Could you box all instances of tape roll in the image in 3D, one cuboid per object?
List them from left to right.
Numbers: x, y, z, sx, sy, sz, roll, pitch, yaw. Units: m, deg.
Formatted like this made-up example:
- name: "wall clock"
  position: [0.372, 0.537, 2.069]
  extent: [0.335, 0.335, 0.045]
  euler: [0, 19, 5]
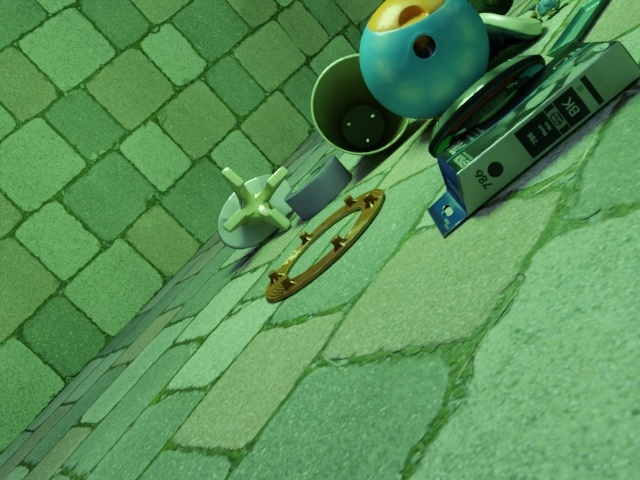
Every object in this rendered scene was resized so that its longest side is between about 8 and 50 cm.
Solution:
- name: "tape roll"
  position: [-0.007, -0.147, 1.796]
  extent: [0.189, 0.080, 0.189]
  euler: [-42, 12, 11]

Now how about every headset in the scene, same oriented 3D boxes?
- name: "headset"
  position: [0.427, -0.657, 1.813]
  extent: [0.243, 0.185, 0.394]
  euler: [102, -170, -81]

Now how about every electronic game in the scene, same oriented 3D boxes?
- name: "electronic game"
  position: [0.269, -0.214, 1.053]
  extent: [0.229, 0.048, 0.229]
  euler: [-35, -11, -8]

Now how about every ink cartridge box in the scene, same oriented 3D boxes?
- name: "ink cartridge box"
  position: [0.274, -0.151, 0.929]
  extent: [0.332, 0.065, 0.165]
  euler: [-42, 12, 10]

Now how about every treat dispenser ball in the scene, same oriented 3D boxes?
- name: "treat dispenser ball"
  position: [0.232, -0.418, 1.455]
  extent: [0.288, 0.288, 0.288]
  euler: [-41, 12, 10]

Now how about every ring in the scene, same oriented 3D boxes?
- name: "ring"
  position: [0.000, 0.000, 1.373]
  extent: [0.336, 0.032, 0.336]
  euler: [-41, 11, 10]

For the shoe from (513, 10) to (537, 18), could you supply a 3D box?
- name: "shoe"
  position: [0.450, -0.519, 1.653]
  extent: [0.219, 0.058, 0.076]
  euler: [-33, 15, 41]

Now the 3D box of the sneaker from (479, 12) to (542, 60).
- name: "sneaker"
  position: [0.391, -0.468, 1.576]
  extent: [0.131, 0.148, 0.350]
  euler: [-2, 16, -26]

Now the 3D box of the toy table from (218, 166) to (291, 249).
- name: "toy table"
  position: [-0.193, -0.107, 1.930]
  extent: [0.274, 0.252, 0.161]
  euler: [-60, 0, -17]

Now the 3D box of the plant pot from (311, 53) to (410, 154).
- name: "plant pot"
  position: [0.112, -0.336, 1.758]
  extent: [0.256, 0.256, 0.274]
  euler: [-43, -4, 1]

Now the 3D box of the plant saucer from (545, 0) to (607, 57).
- name: "plant saucer"
  position: [0.493, -0.410, 1.231]
  extent: [0.192, 0.018, 0.067]
  euler: [-51, 14, -31]

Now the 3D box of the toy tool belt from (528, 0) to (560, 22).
- name: "toy tool belt"
  position: [0.524, -0.542, 1.512]
  extent: [0.083, 0.052, 0.051]
  euler: [-40, 4, 17]
